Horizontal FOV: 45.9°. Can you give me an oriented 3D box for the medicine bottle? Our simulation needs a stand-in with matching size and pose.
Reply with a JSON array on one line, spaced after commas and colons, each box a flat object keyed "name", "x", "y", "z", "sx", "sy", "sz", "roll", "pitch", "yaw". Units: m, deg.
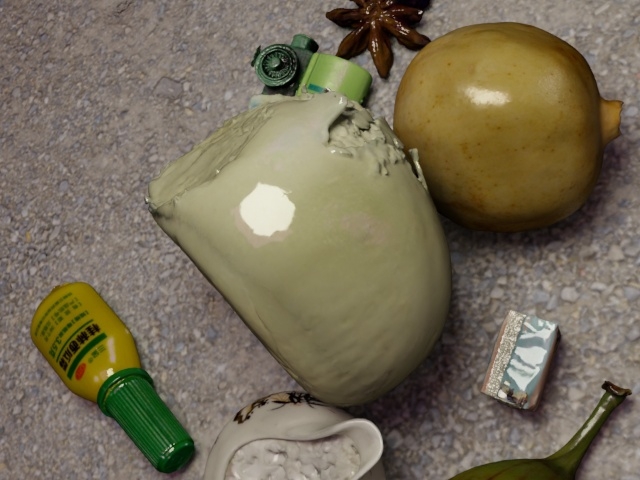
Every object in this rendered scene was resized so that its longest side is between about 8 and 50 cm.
[{"name": "medicine bottle", "x": -0.268, "y": 0.176, "z": 0.980, "sx": 0.309, "sy": 0.076, "sz": 0.111, "roll": 40, "pitch": 93, "yaw": 28}]

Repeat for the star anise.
[{"name": "star anise", "x": 0.077, "y": -0.290, "z": 0.993, "sx": 0.168, "sy": 0.057, "sz": 0.168, "roll": -8, "pitch": 68, "yaw": 21}]

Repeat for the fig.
[{"name": "fig", "x": 0.199, "y": 0.237, "z": 0.734, "sx": 0.151, "sy": 0.151, "sz": 0.259, "roll": 25, "pitch": 59, "yaw": 29}]

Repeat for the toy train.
[{"name": "toy train", "x": -0.029, "y": -0.137, "z": 0.971, "sx": 0.157, "sy": 0.105, "sz": 0.253, "roll": 20, "pitch": 83, "yaw": 15}]

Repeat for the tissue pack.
[{"name": "tissue pack", "x": 0.208, "y": 0.126, "z": 0.783, "sx": 0.058, "sy": 0.074, "sz": 0.094, "roll": 17, "pitch": 83, "yaw": 25}]

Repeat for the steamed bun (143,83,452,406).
[{"name": "steamed bun", "x": 0.000, "y": 0.000, "z": 0.779, "sx": 0.233, "sy": 0.312, "sz": 0.334, "roll": -41, "pitch": 28, "yaw": -7}]

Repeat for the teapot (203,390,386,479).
[{"name": "teapot", "x": -0.051, "y": 0.277, "z": 0.803, "sx": 0.299, "sy": 0.166, "sz": 0.208, "roll": -30, "pitch": 76, "yaw": 7}]

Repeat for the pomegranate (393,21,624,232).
[{"name": "pomegranate", "x": 0.189, "y": -0.118, "z": 0.796, "sx": 0.233, "sy": 0.233, "sz": 0.233, "roll": -8, "pitch": 70, "yaw": 22}]
